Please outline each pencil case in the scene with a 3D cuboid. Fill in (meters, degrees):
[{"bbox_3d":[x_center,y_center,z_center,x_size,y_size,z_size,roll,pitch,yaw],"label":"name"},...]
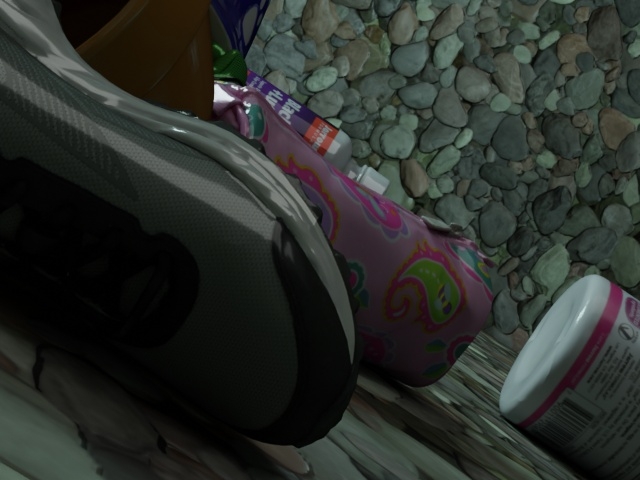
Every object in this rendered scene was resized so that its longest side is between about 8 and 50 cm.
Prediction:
[{"bbox_3d":[0.000,0.000,0.848,0.284,0.124,0.124,30,4,-41],"label":"pencil case"}]

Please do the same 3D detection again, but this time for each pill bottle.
[{"bbox_3d":[-0.039,-0.073,1.135,0.193,0.108,0.108,33,3,-3],"label":"pill bottle"},{"bbox_3d":[0.323,0.170,1.178,0.283,0.160,0.160,34,3,0],"label":"pill bottle"}]

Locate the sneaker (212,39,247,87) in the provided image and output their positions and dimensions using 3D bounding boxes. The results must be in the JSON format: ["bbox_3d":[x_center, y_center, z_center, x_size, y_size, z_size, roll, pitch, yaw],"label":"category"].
[{"bbox_3d":[-0.200,-0.148,0.825,0.343,0.146,0.134,30,5,-33],"label":"sneaker"}]

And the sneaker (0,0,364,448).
[{"bbox_3d":[-0.102,-0.019,0.449,0.271,0.100,0.108,41,39,4],"label":"sneaker"}]

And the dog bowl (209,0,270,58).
[{"bbox_3d":[-0.170,-0.204,0.953,0.265,0.104,0.265,15,-28,8],"label":"dog bowl"}]

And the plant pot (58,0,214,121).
[{"bbox_3d":[-0.137,-0.112,0.643,0.205,0.205,0.188,35,-12,22],"label":"plant pot"}]
